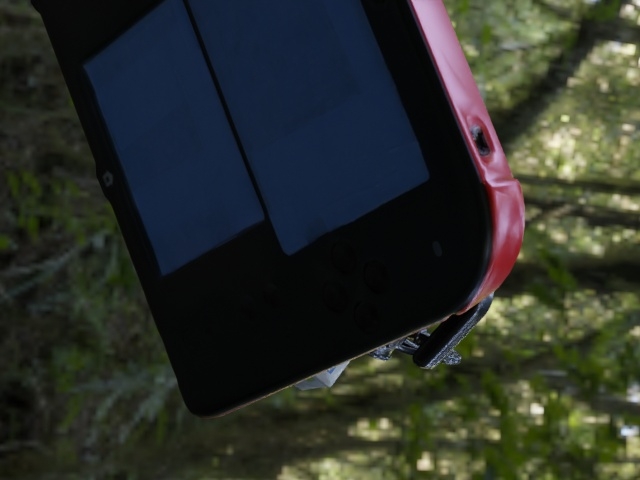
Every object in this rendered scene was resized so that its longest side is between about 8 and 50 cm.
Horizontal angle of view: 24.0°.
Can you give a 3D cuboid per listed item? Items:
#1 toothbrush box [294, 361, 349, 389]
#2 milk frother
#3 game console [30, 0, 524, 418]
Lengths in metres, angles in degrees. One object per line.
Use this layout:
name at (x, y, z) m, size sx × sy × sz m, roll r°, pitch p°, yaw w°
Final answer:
toothbrush box at (0.000, 0.000, 1.739) m, size 0.283 × 0.206 × 0.122 m, roll -51°, pitch -171°, yaw -15°
milk frother at (0.092, 0.039, 1.315) m, size 0.129 × 0.143 × 0.135 m, roll 42°, pitch -76°, yaw 10°
game console at (-0.051, -0.098, 1.012) m, size 0.342 × 0.060 × 0.386 m, roll -27°, pitch -99°, yaw 41°
